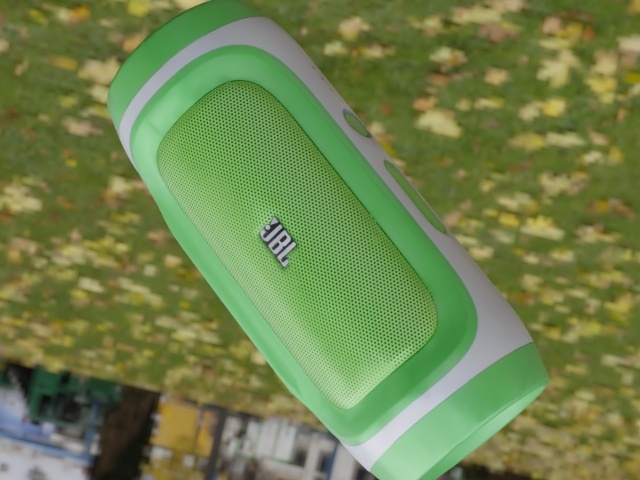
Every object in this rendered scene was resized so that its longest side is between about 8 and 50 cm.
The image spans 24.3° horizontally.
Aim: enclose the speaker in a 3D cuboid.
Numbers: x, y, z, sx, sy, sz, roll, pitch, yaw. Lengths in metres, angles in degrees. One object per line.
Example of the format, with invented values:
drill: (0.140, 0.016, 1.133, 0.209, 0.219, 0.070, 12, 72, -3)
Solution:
speaker: (0.000, 0.000, 0.878, 0.296, 0.131, 0.131, 52, -174, 14)
